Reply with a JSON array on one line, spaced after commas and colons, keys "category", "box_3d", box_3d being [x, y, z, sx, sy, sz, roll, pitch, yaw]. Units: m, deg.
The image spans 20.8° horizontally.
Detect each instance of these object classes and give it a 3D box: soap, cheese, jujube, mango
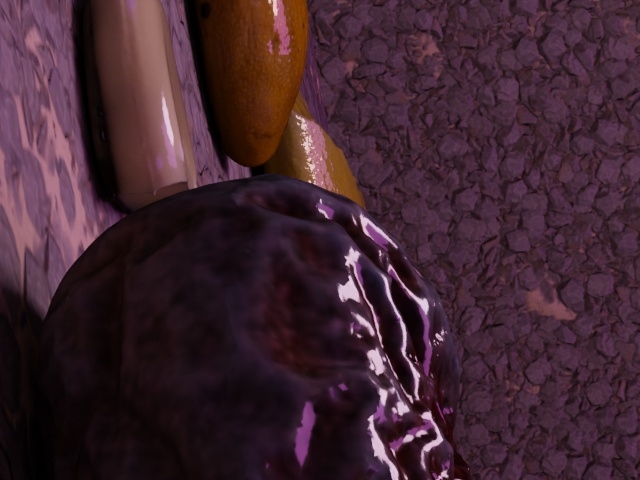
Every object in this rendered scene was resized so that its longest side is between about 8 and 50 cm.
[{"category": "soap", "box_3d": [0.003, -0.001, 2.064, 0.306, 0.115, 0.427, -93, 173, -80]}, {"category": "cheese", "box_3d": [-0.126, -0.143, 1.130, 0.127, 0.054, 0.251, 72, 8, -82]}, {"category": "jujube", "box_3d": [-0.022, 0.125, 0.822, 0.226, 0.226, 0.317, 73, 0, -58]}, {"category": "mango", "box_3d": [-0.063, -0.201, 1.682, 0.157, 0.109, 0.262, -97, 179, -81]}]
